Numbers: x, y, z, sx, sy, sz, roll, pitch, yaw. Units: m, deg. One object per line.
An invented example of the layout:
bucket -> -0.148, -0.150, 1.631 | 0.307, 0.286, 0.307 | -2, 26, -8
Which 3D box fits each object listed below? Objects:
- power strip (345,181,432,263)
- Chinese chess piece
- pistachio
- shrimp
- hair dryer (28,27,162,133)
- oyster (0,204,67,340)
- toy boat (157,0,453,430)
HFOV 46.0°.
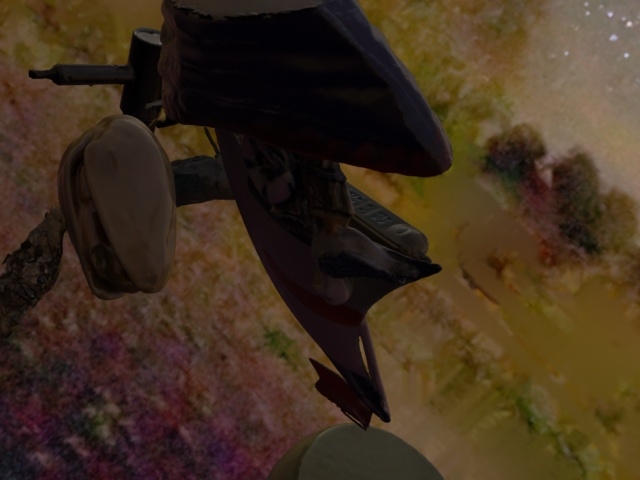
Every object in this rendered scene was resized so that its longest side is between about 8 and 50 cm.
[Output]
power strip -> 0.094, -0.050, 1.597 | 0.092, 0.066, 0.387 | -22, 44, -34
Chinese chess piece -> 0.049, 0.315, 0.788 | 0.250, 0.101, 0.250 | 27, 33, -19
pistachio -> -0.231, -0.041, 0.880 | 0.144, 0.144, 0.215 | -2, 83, -77
shrimp -> -0.184, -0.133, 1.053 | 0.075, 0.289, 0.178 | 45, 36, -74
hair dryer -> -0.373, -0.257, 1.271 | 0.248, 0.195, 0.078 | -9, 40, -41
oyster -> -0.314, 0.032, 0.830 | 0.051, 0.148, 0.103 | 19, 23, -8
toy boat -> -0.019, -0.022, 0.454 | 0.219, 0.072, 0.318 | 41, -28, 25
